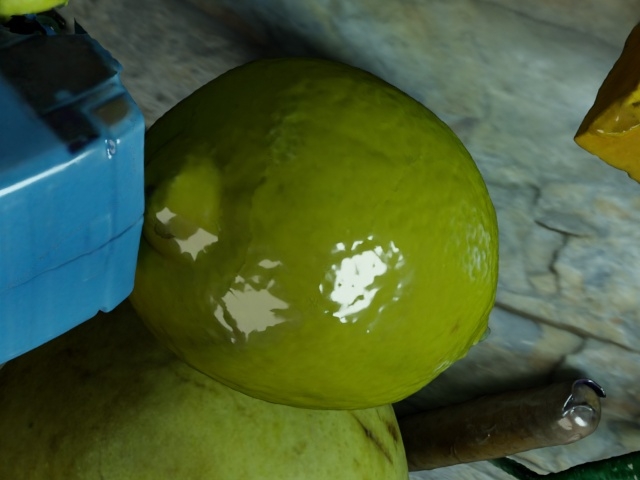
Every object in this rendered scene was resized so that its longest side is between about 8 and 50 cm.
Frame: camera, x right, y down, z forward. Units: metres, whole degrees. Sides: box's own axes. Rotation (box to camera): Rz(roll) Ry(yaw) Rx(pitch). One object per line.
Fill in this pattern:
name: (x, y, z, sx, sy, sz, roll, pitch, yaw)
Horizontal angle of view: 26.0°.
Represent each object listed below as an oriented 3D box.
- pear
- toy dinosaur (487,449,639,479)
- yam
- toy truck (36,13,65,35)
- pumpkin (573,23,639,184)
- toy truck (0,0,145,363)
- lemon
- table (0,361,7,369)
pear: (-0.082, 0.181, 0.946, 0.304, 0.304, 0.304, 22, 150, 13)
toy dinosaur: (0.251, 0.170, 0.879, 0.129, 0.076, 0.383, 44, 145, -13)
yam: (0.106, 0.134, 0.975, 0.046, 0.046, 0.264, 38, 151, -16)
toy truck: (-0.172, -0.068, 0.871, 0.080, 0.078, 0.154, 3, 142, 42)
pumpkin: (0.155, -0.052, 0.598, 0.074, 0.083, 0.054, 38, 147, -8)
toy truck: (-0.236, -0.115, 0.655, 0.385, 0.162, 0.161, 47, 148, 23)
lemon: (0.000, 0.000, 0.724, 0.184, 0.184, 0.248, -2, 160, 44)
table: (-0.253, 0.069, 1.110, 0.126, 0.126, 0.220, 28, 151, 2)
